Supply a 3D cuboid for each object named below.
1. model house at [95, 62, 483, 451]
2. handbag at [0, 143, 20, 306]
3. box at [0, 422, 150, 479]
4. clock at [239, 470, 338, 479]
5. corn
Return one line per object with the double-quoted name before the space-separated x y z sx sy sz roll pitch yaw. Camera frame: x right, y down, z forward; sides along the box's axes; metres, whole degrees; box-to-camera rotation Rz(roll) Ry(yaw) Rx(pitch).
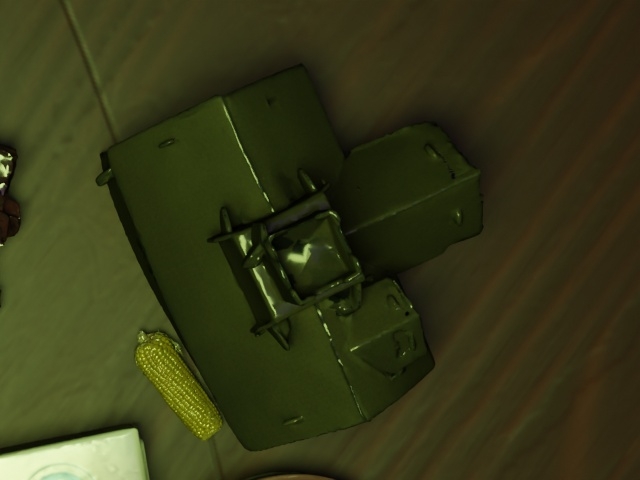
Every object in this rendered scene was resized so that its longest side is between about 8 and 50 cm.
"model house" 0.000 0.000 1.168 0.204 0.243 0.211 -26 94 -8
"handbag" -0.304 0.017 1.205 0.216 0.074 0.203 14 88 -11
"box" -0.266 0.243 1.212 0.343 0.065 0.200 -10 92 -10
"clock" -0.019 0.269 1.229 0.244 0.056 0.244 3 85 -32
"corn" -0.093 0.092 1.263 0.083 0.027 0.028 54 50 -7
